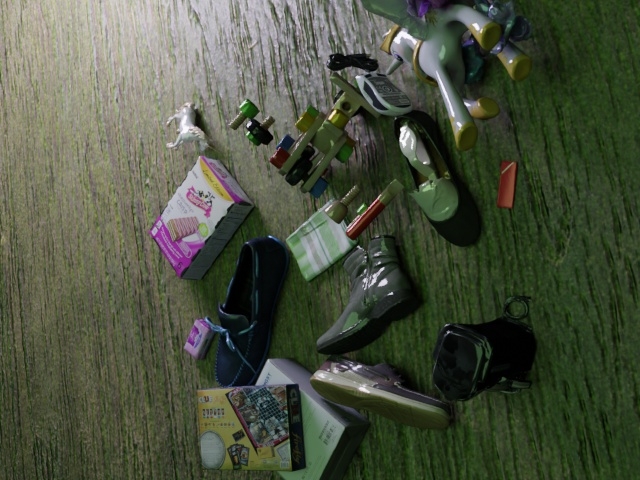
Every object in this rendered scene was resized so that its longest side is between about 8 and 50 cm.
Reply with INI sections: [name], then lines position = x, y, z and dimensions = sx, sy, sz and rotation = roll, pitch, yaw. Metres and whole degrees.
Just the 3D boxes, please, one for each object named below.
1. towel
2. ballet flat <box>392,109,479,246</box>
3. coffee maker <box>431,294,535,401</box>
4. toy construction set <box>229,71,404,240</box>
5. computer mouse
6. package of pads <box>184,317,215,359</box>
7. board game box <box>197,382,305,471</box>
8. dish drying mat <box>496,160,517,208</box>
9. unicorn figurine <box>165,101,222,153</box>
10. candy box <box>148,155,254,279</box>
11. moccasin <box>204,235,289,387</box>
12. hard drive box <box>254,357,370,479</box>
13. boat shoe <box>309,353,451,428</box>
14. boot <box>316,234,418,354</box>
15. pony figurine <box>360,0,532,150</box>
[towel]
position = 0.000, 0.000, 1.840
dimensions = 0.152, 0.023, 0.113
rotation = -39, 64, 29
[ballet flat]
position = 0.197, -0.115, 1.651
dimensions = 0.095, 0.096, 0.281
rotation = -35, 67, 30
[coffee maker]
position = 0.274, 0.179, 1.520
dimensions = 0.120, 0.178, 0.171
rotation = -6, 83, 36
[toy construction set]
position = 0.043, -0.187, 1.712
dimensions = 0.237, 0.257, 0.309
rotation = -46, 73, 10
[computer mouse]
position = 0.098, -0.284, 1.681
dimensions = 0.193, 0.106, 0.042
rotation = 55, 137, 34
[package of pads]
position = -0.271, 0.221, 2.026
dimensions = 0.050, 0.032, 0.083
rotation = 33, 106, 33
[board game box]
position = -0.142, 0.373, 1.798
dimensions = 0.243, 0.042, 0.165
rotation = -9, 82, 37
[dish drying mat]
position = 0.331, -0.099, 1.603
dimensions = 0.032, 0.008, 0.083
rotation = 7, 91, 37
[unicorn figurine]
position = -0.303, -0.249, 2.066
dimensions = 0.111, 0.060, 0.162
rotation = -28, 71, 33
[candy box]
position = -0.269, -0.048, 2.019
dimensions = 0.233, 0.071, 0.159
rotation = -52, 59, 22
[moccasin]
position = -0.175, 0.150, 1.904
dimensions = 0.137, 0.116, 0.342
rotation = 16, 97, 37
[hard drive box]
position = -0.041, 0.372, 1.803
dimensions = 0.232, 0.089, 0.181
rotation = 36, 108, 33
[boat shoe]
position = 0.117, 0.274, 1.687
dimensions = 0.285, 0.103, 0.092
rotation = 10, 58, 31
[boot]
position = 0.076, 0.107, 1.755
dimensions = 0.246, 0.083, 0.161
rotation = -37, 55, 28
[pony figurine]
position = 0.212, -0.382, 1.555
dimensions = 0.363, 0.302, 0.351
rotation = -126, 33, -45
